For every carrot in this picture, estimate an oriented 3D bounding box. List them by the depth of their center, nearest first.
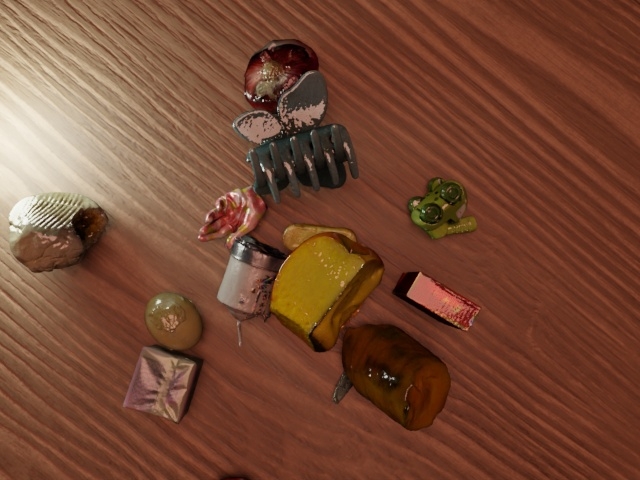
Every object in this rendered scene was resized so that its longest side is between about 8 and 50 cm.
[{"bbox_3d":[0.233,0.410,1.624,0.242,0.341,0.241,-13,116,-28],"label":"carrot"}]

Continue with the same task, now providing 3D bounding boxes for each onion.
[{"bbox_3d":[-0.120,-0.517,1.734,0.272,0.195,0.271,-11,59,18],"label":"onion"}]

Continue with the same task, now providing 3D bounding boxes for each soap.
[{"bbox_3d":[-0.488,0.444,1.661,0.182,0.138,0.199,17,85,0],"label":"soap"}]

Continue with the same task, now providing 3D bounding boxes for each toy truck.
[{"bbox_3d":[0.394,-0.085,1.718,0.187,0.148,0.210,-28,111,-4],"label":"toy truck"}]

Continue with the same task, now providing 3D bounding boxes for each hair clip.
[{"bbox_3d":[-0.068,-0.261,1.574,0.319,0.238,0.391,-18,119,-8],"label":"hair clip"},{"bbox_3d":[0.106,0.427,1.719,0.066,0.036,0.229,35,78,-3],"label":"hair clip"}]

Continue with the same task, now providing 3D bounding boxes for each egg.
[{"bbox_3d":[-0.460,0.255,1.665,0.164,0.164,0.201,-42,92,-3],"label":"egg"}]

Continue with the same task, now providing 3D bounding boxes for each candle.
[{"bbox_3d":[-0.224,0.158,1.659,0.188,0.187,0.329,19,94,1],"label":"candle"}]

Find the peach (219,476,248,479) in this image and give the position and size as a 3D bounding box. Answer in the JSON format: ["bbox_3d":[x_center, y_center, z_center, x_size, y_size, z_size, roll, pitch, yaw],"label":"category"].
[{"bbox_3d":[-0.278,0.796,1.650,0.152,0.118,0.151,9,123,14],"label":"peach"}]

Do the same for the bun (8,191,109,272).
[{"bbox_3d":[-0.827,-0.016,1.650,0.282,0.281,0.204,18,120,1],"label":"bun"}]

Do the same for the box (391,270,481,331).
[{"bbox_3d":[0.338,0.177,1.602,0.198,0.313,0.089,30,86,2],"label":"box"}]

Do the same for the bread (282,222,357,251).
[{"bbox_3d":[0.000,0.000,1.726,0.246,0.094,0.101,4,95,0],"label":"bread"}]

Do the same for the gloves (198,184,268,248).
[{"bbox_3d":[-0.291,-0.073,1.715,0.241,0.126,0.145,-32,115,-6],"label":"gloves"}]

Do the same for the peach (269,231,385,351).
[{"bbox_3d":[0.005,0.155,1.612,0.243,0.306,0.380,34,100,23],"label":"peach"}]
